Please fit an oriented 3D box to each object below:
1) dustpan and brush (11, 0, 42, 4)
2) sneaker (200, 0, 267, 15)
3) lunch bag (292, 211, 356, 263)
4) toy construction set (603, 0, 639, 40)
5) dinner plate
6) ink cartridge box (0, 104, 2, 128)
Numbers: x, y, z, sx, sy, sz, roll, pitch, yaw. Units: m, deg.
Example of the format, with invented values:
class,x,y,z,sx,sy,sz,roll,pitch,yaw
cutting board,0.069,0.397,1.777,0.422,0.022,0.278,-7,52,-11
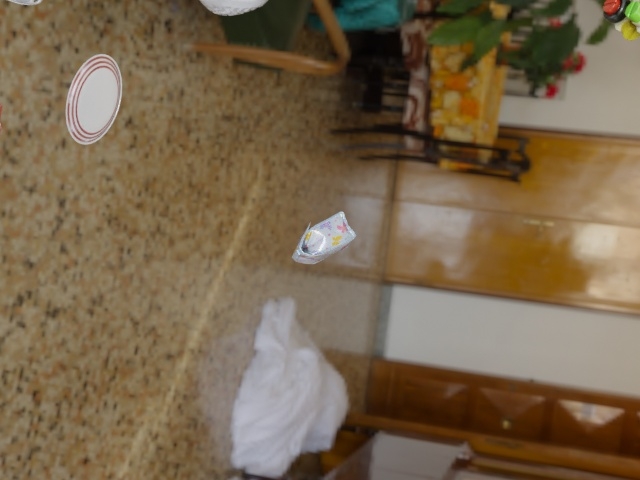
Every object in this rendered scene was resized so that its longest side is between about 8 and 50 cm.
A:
class,x,y,z,sx,sy,sz,roll,pitch,yaw
dustpan and brush,-0.525,-0.386,1.585,0.211,0.060,0.147,-8,131,-49
sneaker,-0.037,-0.376,0.884,0.210,0.366,0.137,32,25,-30
lunch bag,0.000,0.000,1.470,0.053,0.083,0.071,60,-12,8
toy construction set,0.579,-0.448,1.743,0.215,0.151,0.327,-39,-157,41
dinner plate,-0.343,-0.214,1.595,0.017,0.141,0.141,12,85,-48
ink cartridge box,-0.657,-0.196,1.872,0.078,0.231,0.134,-44,152,-62
